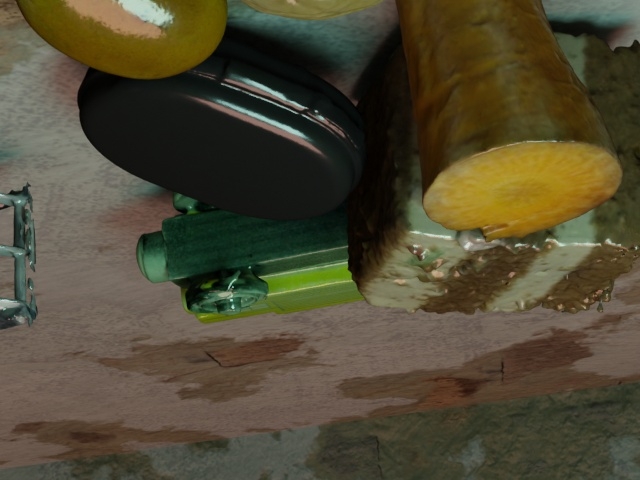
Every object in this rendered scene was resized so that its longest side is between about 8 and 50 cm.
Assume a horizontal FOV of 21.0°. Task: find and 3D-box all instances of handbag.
[{"bbox_3d":[-0.097,-0.121,1.782,0.308,0.093,0.254,21,154,-16],"label":"handbag"}]

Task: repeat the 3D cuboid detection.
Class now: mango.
[{"bbox_3d":[-0.188,-0.219,1.548,0.221,0.120,0.151,15,149,-32],"label":"mango"}]

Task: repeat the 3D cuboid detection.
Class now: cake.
[{"bbox_3d":[0.187,-0.075,1.850,0.290,0.282,0.255,6,158,-13],"label":"cake"}]

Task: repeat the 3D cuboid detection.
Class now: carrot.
[{"bbox_3d":[0.170,-0.153,1.644,0.196,0.254,0.196,-7,156,-3],"label":"carrot"}]

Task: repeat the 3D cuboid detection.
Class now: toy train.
[{"bbox_3d":[0.000,0.000,2.178,0.442,0.179,0.272,-10,167,8],"label":"toy train"}]

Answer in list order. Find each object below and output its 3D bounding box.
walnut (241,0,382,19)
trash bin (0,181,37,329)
[{"bbox_3d":[0.001,-0.277,1.308,0.228,0.228,0.228,-5,161,-2],"label":"walnut"},{"bbox_3d":[-0.482,-0.033,1.842,0.296,0.255,0.367,-5,153,2],"label":"trash bin"}]
